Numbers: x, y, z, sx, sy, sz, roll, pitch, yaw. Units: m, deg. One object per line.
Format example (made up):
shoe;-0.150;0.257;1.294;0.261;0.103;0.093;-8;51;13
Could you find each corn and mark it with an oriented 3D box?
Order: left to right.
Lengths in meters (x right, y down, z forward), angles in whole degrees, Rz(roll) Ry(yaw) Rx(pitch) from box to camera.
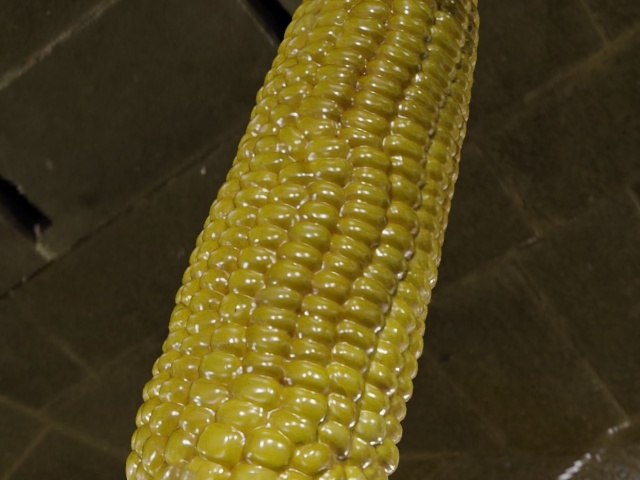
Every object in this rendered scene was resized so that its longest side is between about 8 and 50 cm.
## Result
corn;0.000;0.000;0.477;0.106;0.305;0.106;13;160;5
